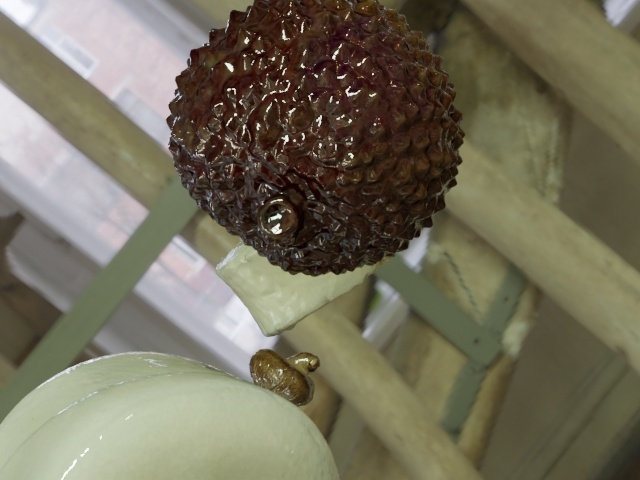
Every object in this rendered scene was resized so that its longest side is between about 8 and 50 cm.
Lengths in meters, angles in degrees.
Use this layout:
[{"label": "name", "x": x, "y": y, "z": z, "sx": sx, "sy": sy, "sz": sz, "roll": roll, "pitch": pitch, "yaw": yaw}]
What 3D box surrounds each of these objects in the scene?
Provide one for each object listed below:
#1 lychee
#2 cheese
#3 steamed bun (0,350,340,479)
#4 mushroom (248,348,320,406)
[{"label": "lychee", "x": 0.001, "y": -0.113, "z": 1.174, "sx": 0.306, "sy": 0.306, "sz": 0.330, "roll": -41, "pitch": 22, "yaw": 48}, {"label": "cheese", "x": 0.000, "y": -0.003, "z": 1.783, "sx": 0.292, "sy": 0.153, "sz": 0.332, "roll": -35, "pitch": 8, "yaw": 32}, {"label": "steamed bun", "x": -0.108, "y": 0.166, "z": 0.809, "sx": 0.146, "sy": 0.242, "sz": 0.164, "roll": 11, "pitch": 91, "yaw": 52}, {"label": "mushroom", "x": -0.055, "y": 0.208, "z": 1.751, "sx": 0.126, "sy": 0.109, "sz": 0.084, "roll": 48, "pitch": -132, "yaw": -68}]
